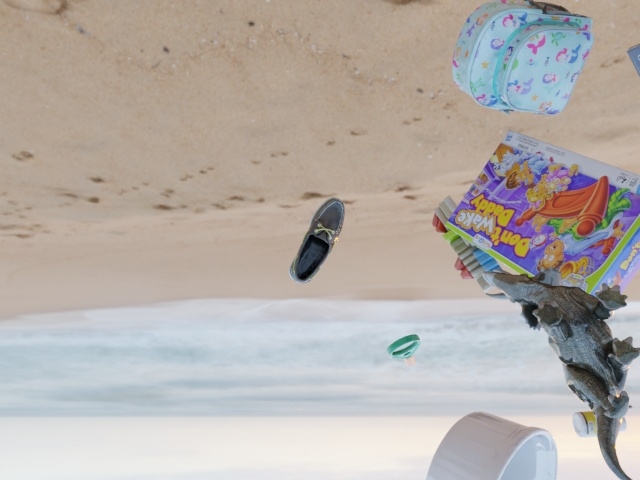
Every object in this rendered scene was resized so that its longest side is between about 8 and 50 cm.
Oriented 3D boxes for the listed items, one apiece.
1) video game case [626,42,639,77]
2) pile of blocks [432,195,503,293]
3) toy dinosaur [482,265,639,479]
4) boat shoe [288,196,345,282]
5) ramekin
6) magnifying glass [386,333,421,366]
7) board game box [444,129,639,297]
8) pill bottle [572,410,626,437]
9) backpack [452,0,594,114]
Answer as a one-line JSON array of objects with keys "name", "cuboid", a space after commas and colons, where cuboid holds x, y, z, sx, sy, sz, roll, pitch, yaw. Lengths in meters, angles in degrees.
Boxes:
[{"name": "video game case", "cuboid": [0.801, -0.363, 1.096, 0.026, 0.196, 0.274, -40, -168, -26]}, {"name": "pile of blocks", "cuboid": [0.432, 0.041, 1.579, 0.113, 0.362, 0.149, -36, -174, 14]}, {"name": "toy dinosaur", "cuboid": [0.335, 0.139, 0.677, 0.121, 0.313, 0.160, -33, 160, 8]}, {"name": "boat shoe", "cuboid": [0.000, 0.000, 1.286, 0.081, 0.227, 0.069, 27, 177, -10]}, {"name": "ramekin", "cuboid": [0.313, 0.458, 0.999, 0.277, 0.277, 0.135, 18, 177, -43]}, {"name": "magnifying glass", "cuboid": [0.231, 0.301, 1.442, 0.092, 0.026, 0.231, -27, 152, 2]}, {"name": "board game box", "cuboid": [0.417, -0.043, 0.981, 0.078, 0.233, 0.347, 26, -170, -34]}, {"name": "pill bottle", "cuboid": [0.724, 0.475, 1.399, 0.117, 0.065, 0.065, -3, 162, 0]}, {"name": "backpack", "cuboid": [0.417, -0.382, 1.136, 0.254, 0.191, 0.225, 5, 124, -11]}]
